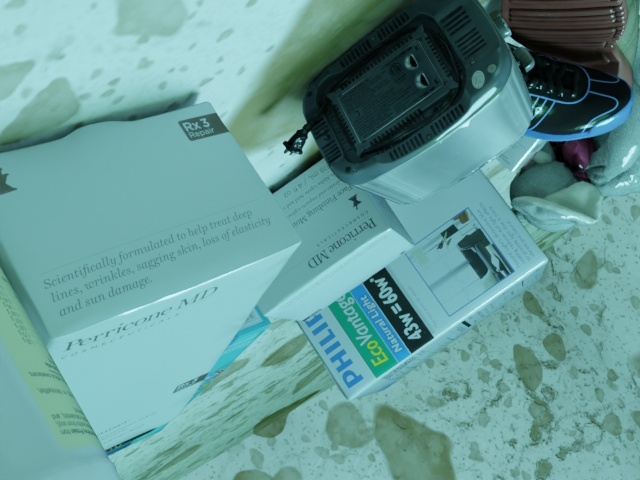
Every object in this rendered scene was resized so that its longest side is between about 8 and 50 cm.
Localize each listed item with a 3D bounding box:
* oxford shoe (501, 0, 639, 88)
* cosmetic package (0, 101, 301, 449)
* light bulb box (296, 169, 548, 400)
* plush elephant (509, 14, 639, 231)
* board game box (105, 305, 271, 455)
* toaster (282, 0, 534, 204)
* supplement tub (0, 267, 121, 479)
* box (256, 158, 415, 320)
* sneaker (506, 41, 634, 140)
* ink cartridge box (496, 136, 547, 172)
[{"bbox_3d":[0.273,-0.262,0.890,0.348,0.123,0.130,31,71,-65],"label":"oxford shoe"},{"bbox_3d":[-0.199,0.069,0.734,0.217,0.156,0.385,-23,162,-34],"label":"cosmetic package"},{"bbox_3d":[0.160,0.066,1.387,0.361,0.225,0.358,-36,166,6],"label":"light bulb box"},{"bbox_3d":[0.385,-0.122,1.265,0.255,0.330,0.272,-16,173,1],"label":"plush elephant"},{"bbox_3d":[-0.261,0.208,1.194,0.336,0.079,0.254,-45,163,34],"label":"board game box"},{"bbox_3d":[0.091,-0.119,0.789,0.227,0.129,0.146,-35,154,19],"label":"toaster"},{"bbox_3d":[-0.248,0.115,0.429,0.235,0.325,0.235,-32,165,-10],"label":"supplement tub"},{"bbox_3d":[0.000,0.000,1.018,0.181,0.119,0.182,-35,166,8],"label":"box"},{"bbox_3d":[0.217,-0.163,0.887,0.232,0.081,0.090,2,158,8],"label":"sneaker"},{"bbox_3d":[0.288,-0.163,1.116,0.135,0.056,0.099,-53,167,24],"label":"ink cartridge box"}]
